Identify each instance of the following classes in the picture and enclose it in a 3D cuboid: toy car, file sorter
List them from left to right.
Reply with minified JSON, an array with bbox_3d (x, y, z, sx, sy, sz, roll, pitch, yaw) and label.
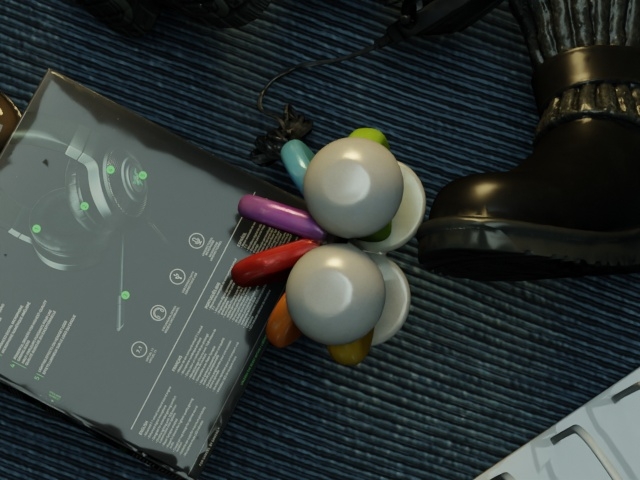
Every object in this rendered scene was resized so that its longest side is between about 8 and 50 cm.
[{"bbox_3d":[0.000,0.000,1.442,0.136,0.159,0.182,9,87,14],"label":"toy car"},{"bbox_3d":[0.246,0.230,1.518,0.277,0.173,0.193,-33,83,-6],"label":"file sorter"}]

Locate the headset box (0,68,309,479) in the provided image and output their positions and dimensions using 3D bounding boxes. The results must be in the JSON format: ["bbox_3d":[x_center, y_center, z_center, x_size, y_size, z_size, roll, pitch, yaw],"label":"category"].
[{"bbox_3d":[-0.173,0.030,1.544,0.283,0.131,0.246,27,80,-3],"label":"headset box"}]

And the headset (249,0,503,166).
[{"bbox_3d":[0.047,-0.244,1.549,0.243,0.185,0.394,28,109,4],"label":"headset"}]

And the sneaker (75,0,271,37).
[{"bbox_3d":[-0.111,-0.248,1.543,0.109,0.286,0.130,42,70,-31],"label":"sneaker"}]

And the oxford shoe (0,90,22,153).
[{"bbox_3d":[-0.357,-0.136,1.597,0.227,0.096,0.083,27,80,1],"label":"oxford shoe"}]

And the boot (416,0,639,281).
[{"bbox_3d":[0.195,-0.101,1.530,0.348,0.131,0.260,-2,83,-47],"label":"boot"}]
